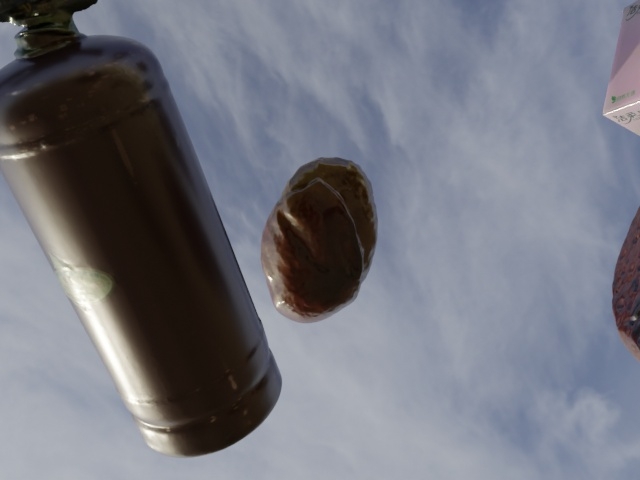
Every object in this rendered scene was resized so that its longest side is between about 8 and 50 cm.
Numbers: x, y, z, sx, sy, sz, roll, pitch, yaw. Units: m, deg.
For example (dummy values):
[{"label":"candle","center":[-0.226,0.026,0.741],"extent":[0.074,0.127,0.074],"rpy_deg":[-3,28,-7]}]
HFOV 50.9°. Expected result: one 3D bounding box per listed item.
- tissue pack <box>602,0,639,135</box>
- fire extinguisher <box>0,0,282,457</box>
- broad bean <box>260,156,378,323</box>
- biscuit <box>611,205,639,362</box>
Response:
[{"label":"tissue pack","center":[0.413,-0.200,0.661],"extent":[0.093,0.246,0.148],"rpy_deg":[22,-106,-20]},{"label":"fire extinguisher","center":[-0.135,-0.015,0.435],"extent":[0.136,0.114,0.337],"rpy_deg":[-18,-63,-4]},{"label":"broad bean","center":[-0.003,-0.001,0.903],"extent":[0.156,0.122,0.228],"rpy_deg":[5,-76,-15]},{"label":"biscuit","center":[0.260,0.006,0.449],"extent":[0.049,0.192,0.192],"rpy_deg":[25,-77,1]}]
